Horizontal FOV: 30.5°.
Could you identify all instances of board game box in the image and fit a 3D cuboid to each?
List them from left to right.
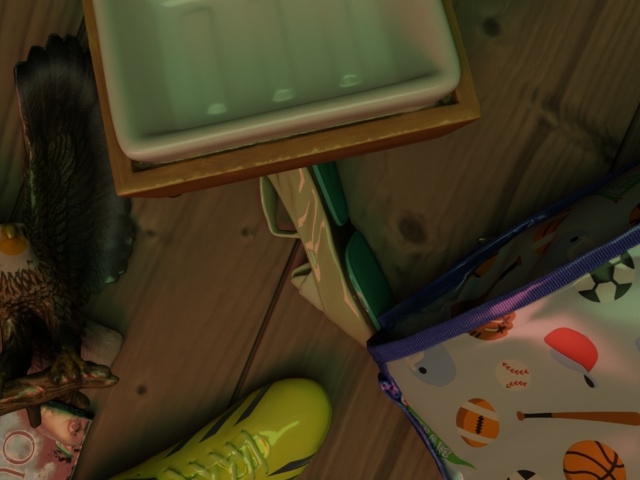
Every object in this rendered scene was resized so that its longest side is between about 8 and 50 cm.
[{"bbox_3d":[-0.300,0.228,1.097,0.126,0.026,0.186,19,99,-8],"label":"board game box"}]

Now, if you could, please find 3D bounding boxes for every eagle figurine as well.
[{"bbox_3d":[-0.262,-0.001,0.997,0.226,0.225,0.298,0,67,-44],"label":"eagle figurine"}]

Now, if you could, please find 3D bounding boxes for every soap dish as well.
[{"bbox_3d":[-0.038,-0.161,0.957,0.290,0.118,0.229,-12,71,-3],"label":"soap dish"}]

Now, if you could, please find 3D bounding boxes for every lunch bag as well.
[{"bbox_3d":[0.275,0.119,0.991,0.385,0.239,0.328,-33,98,12],"label":"lunch bag"}]

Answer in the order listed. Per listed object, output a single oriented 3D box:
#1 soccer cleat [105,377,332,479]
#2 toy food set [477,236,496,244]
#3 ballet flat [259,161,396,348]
[{"bbox_3d":[-0.115,0.220,1.056,0.289,0.121,0.093,-32,79,3],"label":"soccer cleat"},{"bbox_3d":[0.178,0.058,1.109,0.077,0.019,0.122,5,93,-6],"label":"toy food set"},{"bbox_3d":[0.000,0.000,1.059,0.086,0.086,0.248,-21,101,0],"label":"ballet flat"}]
